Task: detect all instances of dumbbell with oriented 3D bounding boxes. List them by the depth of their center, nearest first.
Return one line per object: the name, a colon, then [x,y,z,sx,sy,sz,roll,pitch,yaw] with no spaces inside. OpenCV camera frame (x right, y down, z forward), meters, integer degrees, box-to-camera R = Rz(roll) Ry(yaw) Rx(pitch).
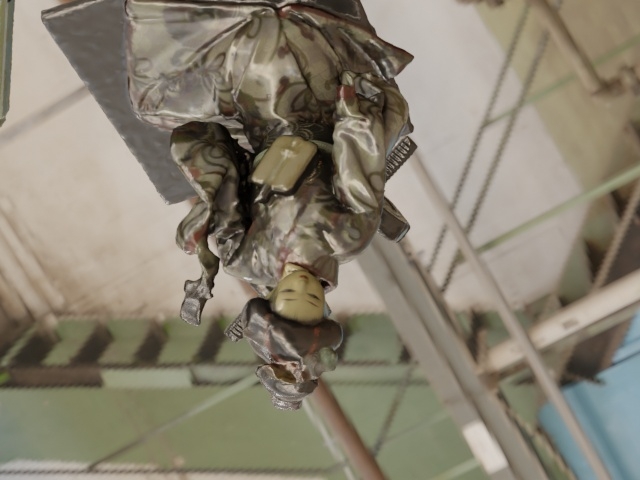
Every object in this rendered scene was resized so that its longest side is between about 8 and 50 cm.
dumbbell: [0.000,0.000,1.581,0.143,0.325,0.143,41,-172,-7]

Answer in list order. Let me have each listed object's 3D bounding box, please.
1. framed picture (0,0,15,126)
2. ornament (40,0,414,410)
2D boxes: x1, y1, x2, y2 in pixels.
framed picture: [-0.298,-0.075,0.800,0.019,0.209,0.281,42,-127,16]
ornament: [-0.028,-0.019,0.634,0.153,0.166,0.196,59,-161,-49]
